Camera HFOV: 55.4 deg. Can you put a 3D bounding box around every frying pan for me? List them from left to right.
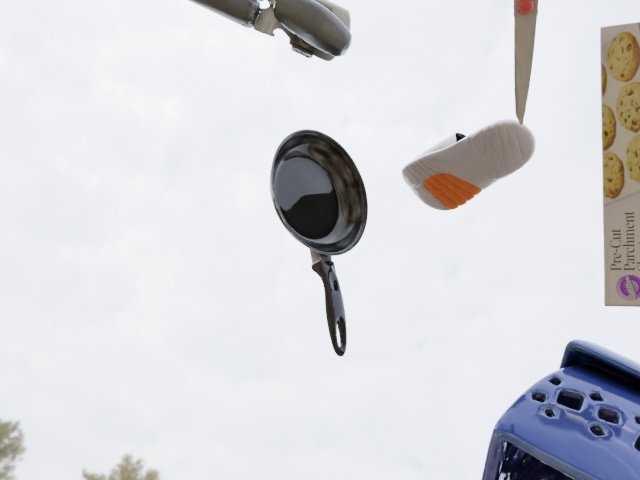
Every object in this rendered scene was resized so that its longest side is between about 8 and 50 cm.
[{"bbox_3d":[0.018,-0.010,0.926,0.053,0.197,0.326,-17,-86,45],"label":"frying pan"}]

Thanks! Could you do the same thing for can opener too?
[{"bbox_3d":[-0.087,-0.304,0.733,0.280,0.093,0.074,23,-97,-4],"label":"can opener"}]

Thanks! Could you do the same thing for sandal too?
[{"bbox_3d":[0.231,-0.121,0.921,0.102,0.076,0.265,51,-30,-9],"label":"sandal"}]

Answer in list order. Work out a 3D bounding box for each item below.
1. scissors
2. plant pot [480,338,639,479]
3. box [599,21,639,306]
[{"bbox_3d":[0.203,-0.241,0.573,0.109,0.021,0.297,-11,-52,25],"label":"scissors"},{"bbox_3d":[0.348,0.275,0.735,0.236,0.212,0.236,25,-41,33],"label":"plant pot"},{"bbox_3d":[0.360,-0.086,0.704,0.067,0.063,0.324,0,-92,27],"label":"box"}]
